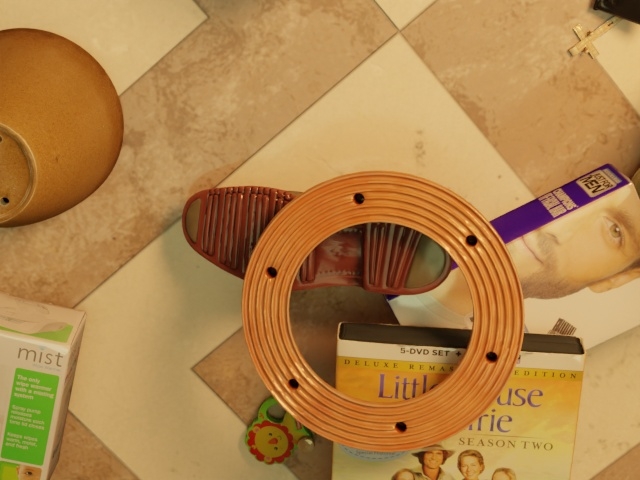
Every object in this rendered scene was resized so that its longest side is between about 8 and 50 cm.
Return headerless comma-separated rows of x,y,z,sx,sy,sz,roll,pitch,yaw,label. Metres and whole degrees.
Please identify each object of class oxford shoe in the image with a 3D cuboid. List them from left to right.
0.000,0.000,1.459,0.348,0.130,0.123,12,101,12,oxford shoe

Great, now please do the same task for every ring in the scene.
0.071,0.084,1.370,0.337,0.032,0.336,2,100,11,ring

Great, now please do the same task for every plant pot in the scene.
-0.362,-0.111,1.337,0.237,0.254,0.237,0,107,-2,plant pot

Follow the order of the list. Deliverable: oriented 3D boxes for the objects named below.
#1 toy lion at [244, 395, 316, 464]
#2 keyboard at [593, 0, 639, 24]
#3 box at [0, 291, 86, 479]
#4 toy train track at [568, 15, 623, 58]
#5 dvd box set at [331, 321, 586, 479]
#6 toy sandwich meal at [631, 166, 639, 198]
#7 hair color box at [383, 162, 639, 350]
-0.059,0.258,1.586,0.096,0.034,0.100,-10,108,9,toy lion
0.382,-0.356,1.393,0.108,0.023,0.180,23,116,15,keyboard
-0.456,0.185,1.496,0.262,0.127,0.231,14,108,-6,box
0.347,-0.258,1.445,0.083,0.014,0.048,-37,106,8,toy train track
0.165,0.312,1.491,0.308,0.062,0.420,4,111,3,dvd box set
0.437,-0.077,1.501,0.086,0.029,0.085,-2,119,-3,toy sandwich meal
0.269,0.063,1.497,0.339,0.110,0.185,-27,107,5,hair color box
